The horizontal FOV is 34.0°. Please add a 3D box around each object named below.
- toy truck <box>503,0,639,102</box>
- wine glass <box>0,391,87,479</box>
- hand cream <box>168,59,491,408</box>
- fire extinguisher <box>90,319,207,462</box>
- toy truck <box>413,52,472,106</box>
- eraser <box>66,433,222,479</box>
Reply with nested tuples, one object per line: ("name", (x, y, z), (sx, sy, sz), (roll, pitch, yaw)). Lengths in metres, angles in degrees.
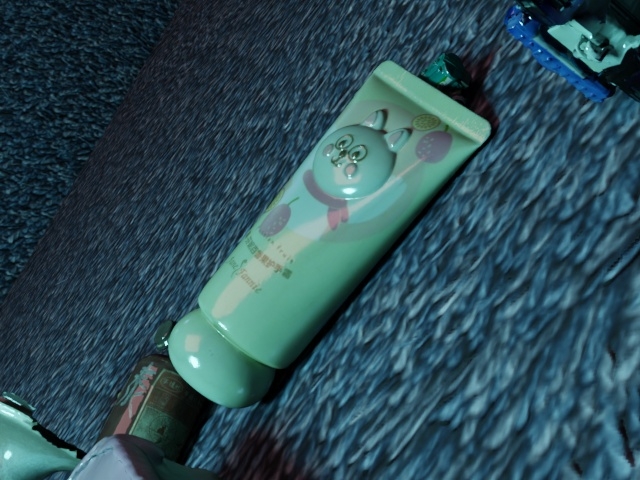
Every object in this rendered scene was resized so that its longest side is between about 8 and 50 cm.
("toy truck", (0.195, -0.192, 0.645), (0.208, 0.113, 0.126), (-59, 18, -12))
("wine glass", (-0.357, 0.328, 1.006), (0.190, 0.190, 0.357), (-15, 45, 62))
("hand cream", (0.000, 0.000, 0.844), (0.306, 0.093, 0.147), (-51, 44, 3))
("fire extinguisher", (-0.136, 0.158, 0.945), (0.106, 0.075, 0.252), (6, 58, 37))
("toy truck", (0.091, -0.119, 0.875), (0.083, 0.044, 0.039), (-37, 24, 42))
("eraser", (-0.137, 0.290, 0.643), (0.272, 0.122, 0.359), (-57, 20, -1))
